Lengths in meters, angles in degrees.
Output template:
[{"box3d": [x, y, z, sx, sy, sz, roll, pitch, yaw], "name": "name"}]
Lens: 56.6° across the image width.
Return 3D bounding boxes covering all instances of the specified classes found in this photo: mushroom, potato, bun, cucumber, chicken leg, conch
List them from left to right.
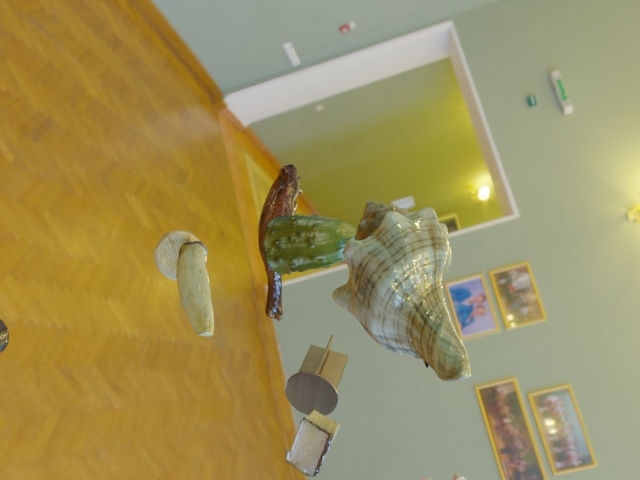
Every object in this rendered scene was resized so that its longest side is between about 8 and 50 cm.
[{"box3d": [-0.470, 0.049, 2.027, 0.102, 0.183, 0.184, -52, 125, -82], "name": "bun"}, {"box3d": [-0.390, 0.149, 1.840, 0.087, 0.107, 0.334, 28, 41, -49], "name": "mushroom"}, {"box3d": [-0.111, 0.002, 1.520, 0.158, 0.095, 0.408, 38, 57, -82], "name": "chicken leg"}, {"box3d": [-0.016, 0.414, 1.215, 0.061, 0.086, 0.122, -22, 136, -61], "name": "potato"}, {"box3d": [-0.001, 0.003, 1.289, 0.134, 0.244, 0.135, 14, 73, -51], "name": "cucumber"}, {"box3d": [0.111, 0.050, 0.903, 0.169, 0.203, 0.386, 43, 21, -23], "name": "conch"}]

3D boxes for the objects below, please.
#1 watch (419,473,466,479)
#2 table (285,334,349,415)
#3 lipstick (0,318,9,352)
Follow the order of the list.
[{"box3d": [0.303, 0.624, 1.247, 0.244, 0.196, 0.231, 47, -12, -10], "name": "watch"}, {"box3d": [0.002, 0.414, 1.875, 0.227, 0.167, 0.167, -59, 134, -59], "name": "table"}, {"box3d": [-0.605, 0.176, 0.902, 0.299, 0.081, 0.081, -19, 93, -76], "name": "lipstick"}]
